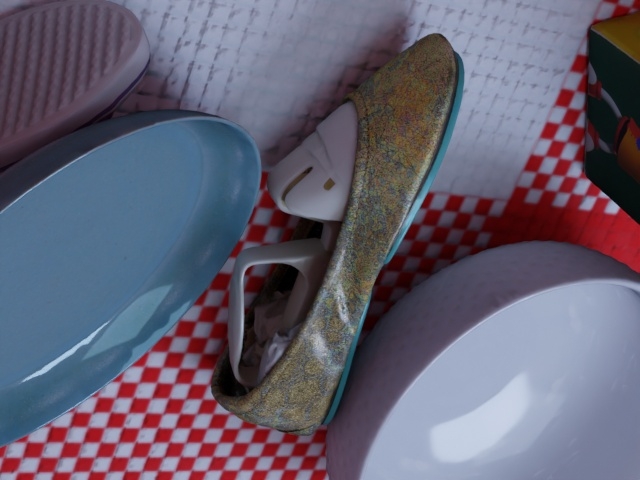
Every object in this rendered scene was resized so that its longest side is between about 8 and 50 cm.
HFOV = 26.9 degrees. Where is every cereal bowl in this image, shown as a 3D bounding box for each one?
[{"bbox_3d":[0.149,0.137,1.166,0.339,0.141,0.339,-14,129,-19],"label":"cereal bowl"}]

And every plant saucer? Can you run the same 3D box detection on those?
[{"bbox_3d":[-0.173,0.026,0.898,0.317,0.043,0.317,-38,161,-16],"label":"plant saucer"}]

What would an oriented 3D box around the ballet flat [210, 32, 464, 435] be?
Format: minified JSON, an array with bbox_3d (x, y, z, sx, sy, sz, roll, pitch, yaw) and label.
[{"bbox_3d":[0.000,0.000,1.012,0.123,0.123,0.348,4,121,-31],"label":"ballet flat"}]

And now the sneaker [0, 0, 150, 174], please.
[{"bbox_3d":[-0.218,-0.036,0.887,0.282,0.102,0.161,-36,149,-5],"label":"sneaker"}]

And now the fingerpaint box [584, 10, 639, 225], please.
[{"bbox_3d":[0.495,-0.081,1.046,0.445,0.371,0.163,-19,130,-17],"label":"fingerpaint box"}]
